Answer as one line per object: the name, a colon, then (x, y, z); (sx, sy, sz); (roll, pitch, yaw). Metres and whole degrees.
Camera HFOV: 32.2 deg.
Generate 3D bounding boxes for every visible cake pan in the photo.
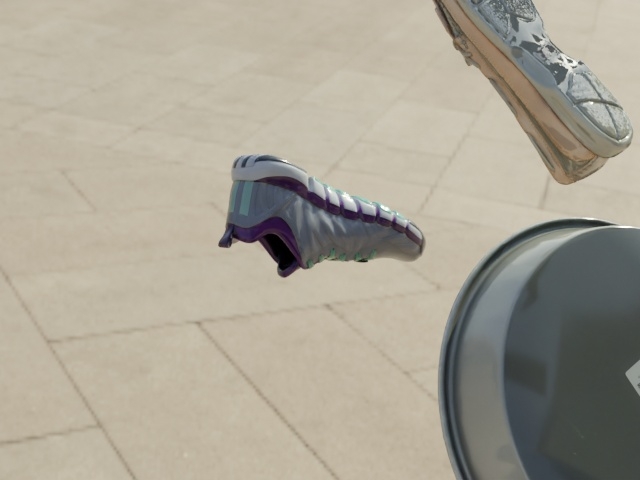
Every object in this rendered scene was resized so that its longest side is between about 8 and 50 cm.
cake pan: (0.224, 0.116, 0.798); (0.293, 0.293, 0.054); (-4, -15, -26)

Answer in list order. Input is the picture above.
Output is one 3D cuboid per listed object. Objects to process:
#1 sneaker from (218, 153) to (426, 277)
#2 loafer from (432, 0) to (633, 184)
sneaker: (0.000, 0.000, 1.049); (0.223, 0.098, 0.083); (23, -14, -31)
loafer: (0.077, -0.077, 0.468); (0.125, 0.039, 0.045); (51, 43, 7)
